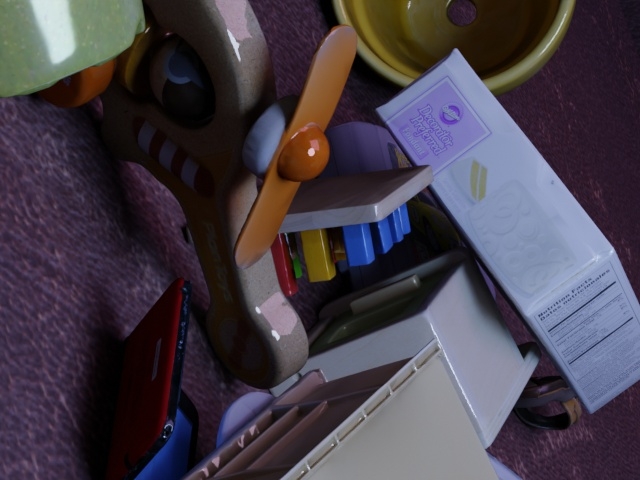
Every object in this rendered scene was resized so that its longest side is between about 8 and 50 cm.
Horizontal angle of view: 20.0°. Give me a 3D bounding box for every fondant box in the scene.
[{"bbox_3d":[0.187,0.001,1.638,0.238,0.096,0.330,55,2,26],"label":"fondant box"}]

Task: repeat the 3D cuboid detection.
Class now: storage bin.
[{"bbox_3d":[0.030,0.239,1.174,0.260,0.123,0.262,-36,103,-52],"label":"storage bin"}]

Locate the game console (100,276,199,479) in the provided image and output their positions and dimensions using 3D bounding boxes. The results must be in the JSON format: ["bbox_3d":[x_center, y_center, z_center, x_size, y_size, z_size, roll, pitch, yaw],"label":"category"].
[{"bbox_3d":[-0.095,0.121,1.220,0.085,0.124,0.144,25,39,-20],"label":"game console"}]

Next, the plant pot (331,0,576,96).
[{"bbox_3d":[0.149,-0.264,1.949,0.239,0.254,0.254,23,46,-81],"label":"plant pot"}]

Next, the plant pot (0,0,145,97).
[{"bbox_3d":[-0.223,-0.212,1.055,0.276,0.276,0.254,-52,129,-65],"label":"plant pot"}]

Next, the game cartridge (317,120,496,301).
[{"bbox_3d":[0.091,-0.005,1.793,0.294,0.060,0.196,28,40,-57],"label":"game cartridge"}]

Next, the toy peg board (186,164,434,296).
[{"bbox_3d":[0.000,0.000,1.462,0.161,0.161,0.079,-37,118,-67],"label":"toy peg board"}]

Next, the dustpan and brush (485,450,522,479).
[{"bbox_3d":[0.160,0.301,1.670,0.147,0.060,0.211,39,29,-47],"label":"dustpan and brush"}]

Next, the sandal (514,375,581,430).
[{"bbox_3d":[0.247,0.175,1.935,0.219,0.090,0.060,4,82,-67],"label":"sandal"}]

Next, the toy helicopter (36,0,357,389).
[{"bbox_3d":[-0.064,-0.046,1.295,0.140,0.235,0.355,-37,124,-38],"label":"toy helicopter"}]

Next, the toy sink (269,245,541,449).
[{"bbox_3d":[0.075,0.100,1.526,0.131,0.153,0.234,64,23,-6],"label":"toy sink"}]

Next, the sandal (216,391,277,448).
[{"bbox_3d":[-0.026,0.240,1.271,0.102,0.076,0.265,-25,94,-52],"label":"sandal"}]
